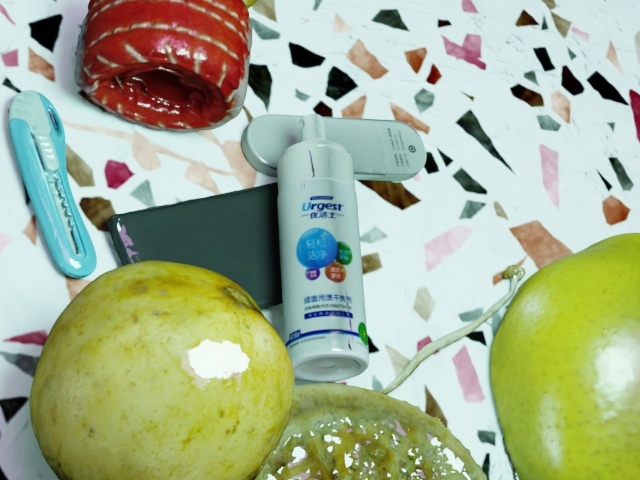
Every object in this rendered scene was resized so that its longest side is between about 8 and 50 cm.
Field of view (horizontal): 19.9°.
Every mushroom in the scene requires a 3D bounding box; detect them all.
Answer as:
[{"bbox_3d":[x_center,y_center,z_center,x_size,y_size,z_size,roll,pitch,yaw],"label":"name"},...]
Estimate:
[{"bbox_3d":[0.158,0.107,2.119,0.028,0.026,0.286,39,51,14],"label":"mushroom"}]

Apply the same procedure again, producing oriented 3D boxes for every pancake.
[{"bbox_3d":[0.058,0.328,1.905,0.382,0.071,0.382,14,58,-23],"label":"pancake"}]

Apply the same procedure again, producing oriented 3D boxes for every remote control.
[{"bbox_3d":[0.019,-0.109,2.153,0.245,0.022,0.077,1,67,-31],"label":"remote control"}]

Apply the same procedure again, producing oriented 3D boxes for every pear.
[{"bbox_3d":[0.386,0.147,2.121,0.340,0.191,0.386,28,54,-15],"label":"pear"}]

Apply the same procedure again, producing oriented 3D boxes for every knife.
[{"bbox_3d":[-0.284,-0.063,1.942,0.064,0.031,0.222,-6,68,-37],"label":"knife"}]

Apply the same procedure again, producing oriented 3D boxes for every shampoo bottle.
[{"bbox_3d":[0.000,0.000,2.003,0.092,0.092,0.303,10,62,-26],"label":"shampoo bottle"}]

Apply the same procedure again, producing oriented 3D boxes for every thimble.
[{"bbox_3d":[-0.166,-0.209,2.008,0.190,0.163,0.125,14,60,-23],"label":"thimble"}]

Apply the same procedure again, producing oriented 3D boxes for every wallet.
[{"bbox_3d":[-0.093,0.012,2.016,0.285,0.030,0.146,-14,72,-36],"label":"wallet"}]

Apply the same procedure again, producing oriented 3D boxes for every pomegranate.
[{"bbox_3d":[-0.156,0.145,1.768,0.260,0.260,0.260,14,58,-24],"label":"pomegranate"}]

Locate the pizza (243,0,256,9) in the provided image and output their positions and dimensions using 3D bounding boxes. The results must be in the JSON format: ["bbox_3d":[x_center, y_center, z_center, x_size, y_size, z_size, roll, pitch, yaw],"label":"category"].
[{"bbox_3d":[-0.138,-0.316,2.161,0.131,0.041,0.178,48,51,-3],"label":"pizza"}]
